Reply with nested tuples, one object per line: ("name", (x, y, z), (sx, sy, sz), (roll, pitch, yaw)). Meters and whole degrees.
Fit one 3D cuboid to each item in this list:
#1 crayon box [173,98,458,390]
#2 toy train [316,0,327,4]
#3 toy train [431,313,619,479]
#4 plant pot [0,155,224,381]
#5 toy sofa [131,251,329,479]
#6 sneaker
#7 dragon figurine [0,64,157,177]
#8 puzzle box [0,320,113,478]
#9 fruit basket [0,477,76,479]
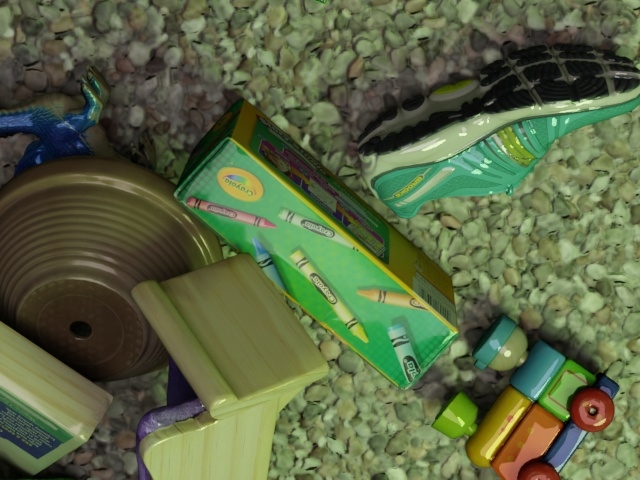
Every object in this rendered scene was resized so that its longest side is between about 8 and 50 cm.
("crayon box", (0.000, 0.000, 1.786), (0.278, 0.165, 0.081), (40, 103, -9))
("toy train", (-0.029, -0.239, 1.790), (0.083, 0.023, 0.017), (19, 106, -4))
("toy train", (0.165, 0.204, 1.860), (0.143, 0.105, 0.248), (36, 92, 4))
("plant pot", (-0.210, 0.049, 1.761), (0.237, 0.109, 0.237), (3, 124, 4))
("toy sofa", (-0.118, 0.196, 1.748), (0.177, 0.150, 0.362), (-19, 143, -23))
("sneaker", (0.172, -0.102, 1.801), (0.275, 0.107, 0.110), (-19, 124, 12))
("dragon figurine", (-0.234, -0.065, 1.814), (0.144, 0.085, 0.289), (-35, 107, 12))
("puzzle box", (-0.397, 0.074, 1.782), (0.409, 0.272, 0.052), (36, 67, -9))
("fruit basket", (-0.421, 0.327, 1.845), (0.392, 0.392, 0.283), (30, 105, -7))
